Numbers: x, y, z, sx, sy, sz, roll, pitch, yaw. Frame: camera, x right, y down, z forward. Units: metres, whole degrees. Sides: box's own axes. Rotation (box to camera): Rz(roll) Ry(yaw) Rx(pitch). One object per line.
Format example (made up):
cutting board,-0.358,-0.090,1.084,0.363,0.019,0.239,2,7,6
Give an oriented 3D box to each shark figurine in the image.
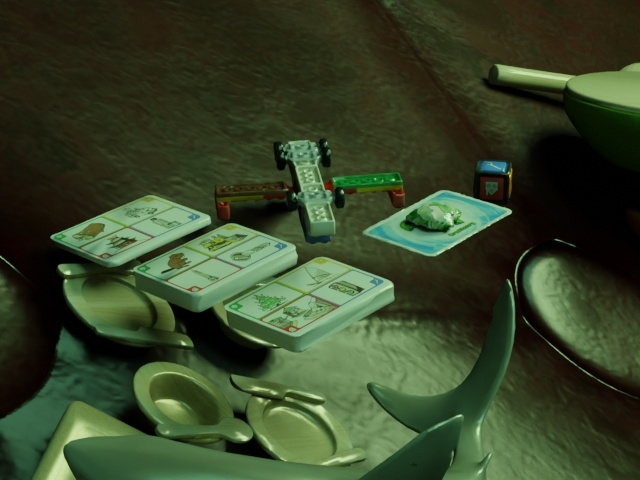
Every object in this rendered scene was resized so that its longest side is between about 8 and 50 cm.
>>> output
shark figurine,0.040,0.106,0.748,0.278,0.116,0.166,-12,51,-49

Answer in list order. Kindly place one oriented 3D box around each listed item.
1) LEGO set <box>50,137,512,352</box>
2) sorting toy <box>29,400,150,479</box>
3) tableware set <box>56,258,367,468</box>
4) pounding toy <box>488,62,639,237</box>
LEGO set,0.000,0.000,0.910,0.182,0.060,0.244,19,32,36
sorting toy,-0.005,0.205,0.706,0.307,0.041,0.229,28,28,-6
tableware set,-0.056,0.063,0.851,0.141,0.020,0.168,8,35,-38
pounding toy,0.258,-0.066,1.245,0.183,0.110,0.237,-5,17,-28
